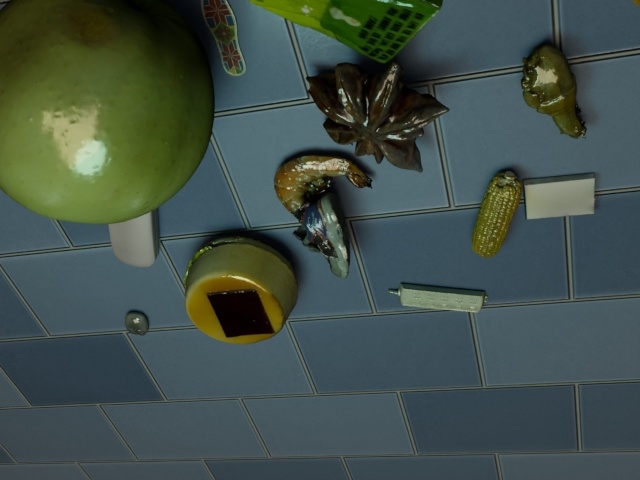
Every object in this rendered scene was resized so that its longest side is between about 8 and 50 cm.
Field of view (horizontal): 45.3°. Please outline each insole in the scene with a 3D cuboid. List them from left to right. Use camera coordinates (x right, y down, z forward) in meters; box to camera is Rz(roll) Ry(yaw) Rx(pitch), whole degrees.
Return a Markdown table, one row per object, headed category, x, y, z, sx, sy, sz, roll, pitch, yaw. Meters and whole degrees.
| category | x | y | z | sx | sy | sz | roll | pitch | yaw |
| --- | --- | --- | --- | --- | --- | --- | --- | --- | --- |
| insole | -0.193 | -0.414 | 1.536 | 0.065 | 0.006 | 0.193 | -3 | 131 | 13 |

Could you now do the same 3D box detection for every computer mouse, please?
| category | x | y | z | sx | sy | sz | roll | pitch | yaw |
| --- | --- | --- | --- | --- | --- | --- | --- | --- | --- |
| computer mouse | -0.523 | 0.241 | 2.173 | 0.065 | 0.039 | 0.096 | 10 | 134 | 2 |

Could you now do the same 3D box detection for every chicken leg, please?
| category | x | y | z | sx | sy | sz | roll | pitch | yaw |
| --- | --- | --- | --- | --- | --- | --- | --- | --- | --- |
| chicken leg | 0.454 | -0.279 | 1.496 | 0.103 | 0.088 | 0.228 | -23 | 131 | 16 |

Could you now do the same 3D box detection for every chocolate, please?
| category | x | y | z | sx | sy | sz | roll | pitch | yaw |
| --- | --- | --- | --- | --- | --- | --- | --- | --- | --- |
| chocolate | 0.044 | -0.446 | 1.288 | 0.288 | 0.137 | 0.301 | 21 | 173 | -10 |

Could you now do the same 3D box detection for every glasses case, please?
| category | x | y | z | sx | sy | sz | roll | pitch | yaw |
| --- | --- | --- | --- | --- | --- | --- | --- | --- | --- |
| glasses case | -0.457 | -0.050 | 1.871 | 0.113 | 0.075 | 0.297 | 10 | 132 | 2 |

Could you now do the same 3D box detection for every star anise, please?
| category | x | y | z | sx | sy | sz | roll | pitch | yaw |
| --- | --- | --- | --- | --- | --- | --- | --- | --- | --- |
| star anise | 0.120 | -0.246 | 1.526 | 0.315 | 0.108 | 0.315 | 17 | 150 | 10 |

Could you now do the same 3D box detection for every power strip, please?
| category | x | y | z | sx | sy | sz | roll | pitch | yaw |
| --- | --- | --- | --- | --- | --- | --- | --- | --- | --- |
| power strip | 0.296 | 0.144 | 1.941 | 0.252 | 0.027 | 0.060 | 5 | 133 | 6 |

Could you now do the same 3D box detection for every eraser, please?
| category | x | y | z | sx | sy | sz | roll | pitch | yaw |
| --- | --- | --- | --- | --- | --- | --- | --- | --- | --- |
| eraser | 0.524 | -0.096 | 1.683 | 0.150 | 0.023 | 0.104 | -5 | 131 | 14 |

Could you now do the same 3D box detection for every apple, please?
| category | x | y | z | sx | sy | sz | roll | pitch | yaw |
| --- | --- | --- | --- | --- | --- | --- | --- | --- | --- |
| apple | -0.415 | -0.263 | 1.431 | 0.473 | 0.474 | 0.474 | 5 | 133 | 6 |

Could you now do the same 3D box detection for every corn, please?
| category | x | y | z | sx | sy | sz | roll | pitch | yaw |
| --- | --- | --- | --- | --- | --- | --- | --- | --- | --- |
| corn | 0.391 | -0.055 | 1.709 | 0.080 | 0.080 | 0.238 | 9 | 132 | 2 |

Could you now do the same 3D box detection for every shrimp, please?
| category | x | y | z | sx | sy | sz | roll | pitch | yaw |
| --- | --- | --- | --- | --- | --- | --- | --- | --- | --- |
| shrimp | 0.029 | -0.088 | 1.762 | 0.222 | 0.054 | 0.290 | -17 | 127 | 22 |

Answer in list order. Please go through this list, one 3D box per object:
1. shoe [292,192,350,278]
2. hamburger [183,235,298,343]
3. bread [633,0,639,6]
| category | x | y | z | sx | sy | sz | roll | pitch | yaw |
| --- | --- | --- | --- | --- | --- | --- | --- | --- | --- |
| shoe | 0.000 | -0.001 | 1.737 | 0.125 | 0.099 | 0.228 | -9 | 126 | 6 |
| hamburger | -0.201 | 0.118 | 1.908 | 0.300 | 0.176 | 0.300 | 5 | 131 | 6 |
| bread | 0.530 | -0.493 | 1.254 | 0.245 | 0.121 | 0.174 | 29 | 132 | -13 |
